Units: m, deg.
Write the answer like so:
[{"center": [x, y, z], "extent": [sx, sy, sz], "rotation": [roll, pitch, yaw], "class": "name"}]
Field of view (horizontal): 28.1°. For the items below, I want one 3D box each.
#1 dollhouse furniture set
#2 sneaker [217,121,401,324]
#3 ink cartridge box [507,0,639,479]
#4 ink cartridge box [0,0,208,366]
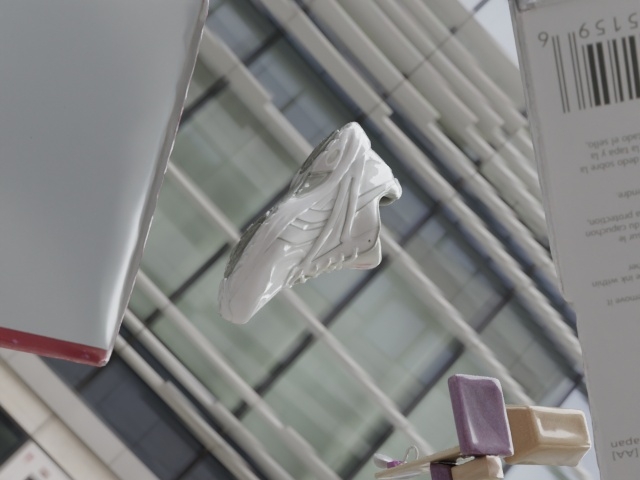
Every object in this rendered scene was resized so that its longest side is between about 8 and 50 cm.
[{"center": [0.088, 0.130, 0.686], "extent": [0.081, 0.114, 0.091], "rotation": [-29, -118, 42], "class": "dollhouse furniture set"}, {"center": [0.000, 0.000, 1.183], "extent": [0.115, 0.232, 0.090], "rotation": [42, -22, -7], "class": "sneaker"}, {"center": [0.227, -0.015, 0.495], "extent": [0.275, 0.060, 0.239], "rotation": [-10, -61, 9], "class": "ink cartridge box"}, {"center": [-0.151, -0.045, 0.413], "extent": [0.176, 0.127, 0.128], "rotation": [11, -4, 45], "class": "ink cartridge box"}]
